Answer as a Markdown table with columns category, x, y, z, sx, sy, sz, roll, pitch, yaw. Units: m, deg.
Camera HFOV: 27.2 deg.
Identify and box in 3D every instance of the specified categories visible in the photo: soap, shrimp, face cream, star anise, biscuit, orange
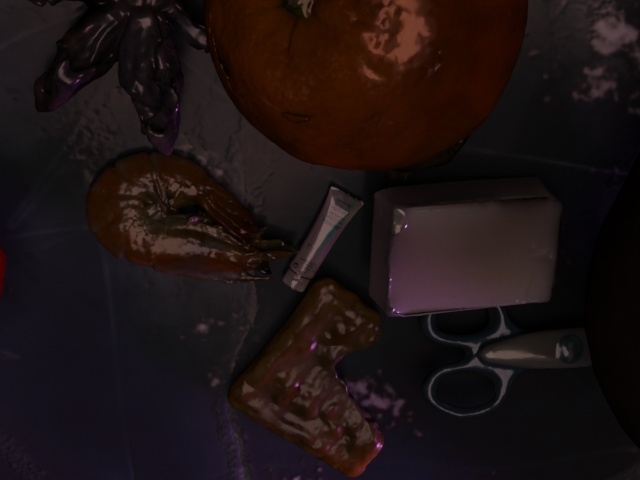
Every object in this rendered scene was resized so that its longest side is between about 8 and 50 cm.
| category | x | y | z | sx | sy | sz | roll | pitch | yaw |
| --- | --- | --- | --- | --- | --- | --- | --- | --- | --- |
| soap | 0.143 | 0.005 | 1.300 | 0.183 | 0.064 | 0.121 | -4 | 113 | -18 |
| shrimp | -0.124 | -0.019 | 1.305 | 0.217 | 0.051 | 0.115 | 16 | 106 | -7 |
| face cream | 0.000 | 0.000 | 1.333 | 0.038 | 0.020 | 0.115 | 28 | 105 | -12 |
| star anise | -0.176 | -0.208 | 1.200 | 0.198 | 0.110 | 0.258 | 6 | 104 | -6 |
| biscuit | 0.016 | 0.141 | 1.378 | 0.174 | 0.039 | 0.183 | 31 | 107 | -13 |
| orange | 0.038 | -0.201 | 1.139 | 0.283 | 0.226 | 0.284 | 2 | 95 | 28 |

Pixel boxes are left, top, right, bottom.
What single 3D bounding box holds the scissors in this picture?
| category | x | y | z | sx | sy | sz | roll | pitch | yaw |
| --- | --- | --- | --- | --- | --- | --- | --- | --- | --- |
| scissors | 0.245 | 0.109 | 1.377 | 0.289 | 0.041 | 0.138 | -3 | 93 | -7 |

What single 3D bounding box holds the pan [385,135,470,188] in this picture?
| category | x | y | z | sx | sy | sz | roll | pitch | yaw |
| --- | --- | --- | --- | --- | --- | --- | --- | --- | --- |
| pan | 0.098 | -0.090 | 1.290 | 0.128 | 0.048 | 0.202 | -11 | 110 | 3 |

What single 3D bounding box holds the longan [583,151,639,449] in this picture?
| category | x | y | z | sx | sy | sz | roll | pitch | yaw |
| --- | --- | --- | --- | --- | --- | --- | --- | --- | --- |
| longan | 0.412 | 0.043 | 1.193 | 0.336 | 0.404 | 0.405 | 5 | 111 | -25 |

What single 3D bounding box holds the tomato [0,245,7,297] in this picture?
| category | x | y | z | sx | sy | sz | roll | pitch | yaw |
| --- | --- | --- | --- | --- | --- | --- | --- | --- | --- |
| tomato | -0.391 | 0.038 | 1.223 | 0.184 | 0.208 | 0.208 | -1 | 112 | 17 |
